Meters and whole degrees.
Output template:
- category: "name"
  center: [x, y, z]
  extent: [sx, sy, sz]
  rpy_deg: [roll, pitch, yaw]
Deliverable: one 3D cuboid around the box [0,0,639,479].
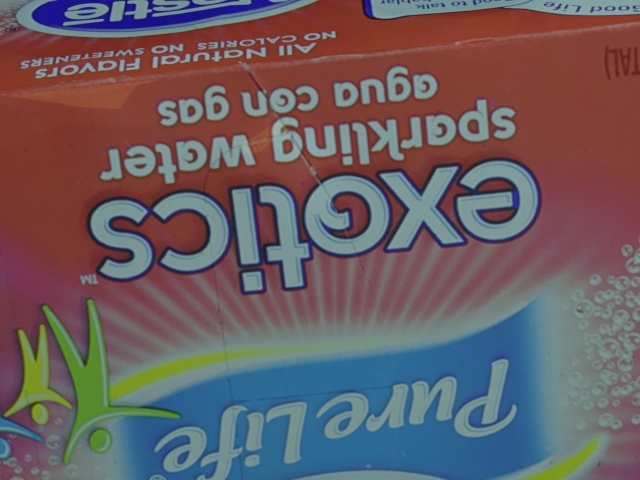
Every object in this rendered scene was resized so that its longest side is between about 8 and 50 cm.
- category: "box"
  center: [0.000, 0.000, 0.389]
  extent: [0.257, 0.128, 0.122]
  rpy_deg: [-6, 114, 1]
